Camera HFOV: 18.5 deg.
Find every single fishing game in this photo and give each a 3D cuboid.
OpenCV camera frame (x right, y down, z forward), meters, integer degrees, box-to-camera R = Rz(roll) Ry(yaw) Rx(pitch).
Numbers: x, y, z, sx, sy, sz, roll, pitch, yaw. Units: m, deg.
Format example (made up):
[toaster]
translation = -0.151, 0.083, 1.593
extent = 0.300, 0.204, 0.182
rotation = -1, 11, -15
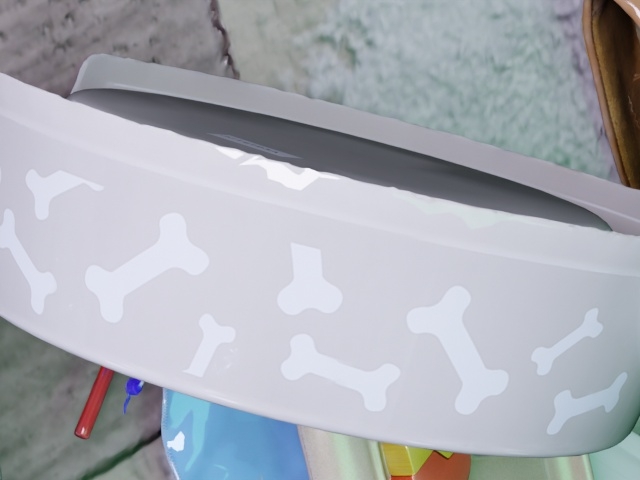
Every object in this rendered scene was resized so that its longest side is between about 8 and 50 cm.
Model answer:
[fishing game]
translation = -0.014, 0.086, 1.081
extent = 0.264, 0.041, 0.189
rotation = 30, 74, -34

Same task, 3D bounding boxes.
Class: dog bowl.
[dog bowl]
translation = 0.000, 0.000, 0.870
extent = 0.349, 0.349, 0.102
rotation = 7, 100, -40

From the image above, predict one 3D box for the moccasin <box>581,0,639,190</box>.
[moccasin]
translation = 0.242, 0.004, 1.203
extent = 0.147, 0.139, 0.380
rotation = -28, 117, -30

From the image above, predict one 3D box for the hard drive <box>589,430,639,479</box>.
[hard drive]
translation = 0.160, 0.278, 1.223
extent = 0.210, 0.040, 0.318
rotation = 32, 67, -40

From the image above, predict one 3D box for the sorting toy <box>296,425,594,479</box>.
[sorting toy]
translation = 0.087, 0.148, 1.100
extent = 0.208, 0.038, 0.193
rotation = -20, 100, -44
